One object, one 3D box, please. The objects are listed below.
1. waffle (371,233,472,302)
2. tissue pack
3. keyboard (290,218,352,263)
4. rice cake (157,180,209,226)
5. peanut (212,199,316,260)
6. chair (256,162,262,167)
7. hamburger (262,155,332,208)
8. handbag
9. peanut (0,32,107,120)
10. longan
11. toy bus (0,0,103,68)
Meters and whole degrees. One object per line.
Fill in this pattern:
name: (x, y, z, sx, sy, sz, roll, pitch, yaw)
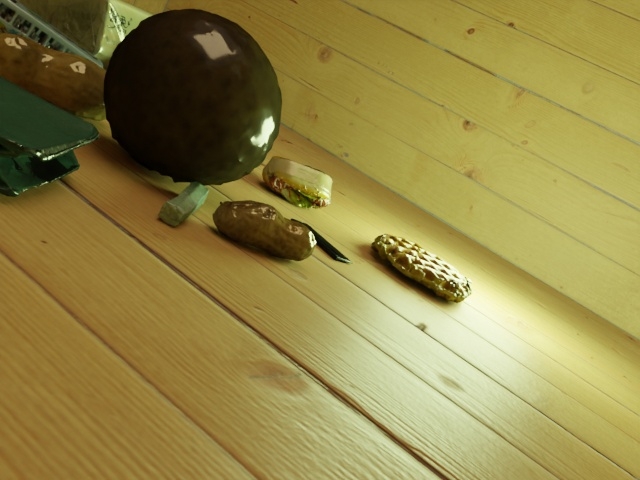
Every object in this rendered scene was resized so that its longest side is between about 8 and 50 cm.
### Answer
waffle: (0.278, 0.070, 1.752, 0.302, 0.068, 0.325, 31, 14, 9)
tissue pack: (-0.646, -0.600, 1.912, 0.332, 0.205, 0.405, 13, 8, 19)
keyboard: (0.000, 0.000, 1.553, 0.064, 0.010, 0.198, 18, 16, -45)
rice cake: (-0.253, -0.073, 1.223, 0.045, 0.042, 0.245, 30, 12, -7)
peanut: (-0.103, -0.017, 1.241, 0.214, 0.099, 0.099, 30, 11, -24)
chair: (-0.270, -0.276, 1.893, 0.222, 0.104, 0.095, 23, 39, -4)
hamburger: (-0.065, -0.164, 1.846, 0.210, 0.116, 0.173, 20, 7, -19)
handbag: (-0.500, -0.168, 0.954, 0.274, 0.100, 0.268, 27, 16, -6)
peanut: (-0.582, -0.360, 1.420, 0.319, 0.147, 0.147, 20, 15, -45)
longan: (-0.274, -0.297, 1.380, 0.391, 0.391, 0.391, 27, 13, -7)
toy bus: (-0.677, -0.454, 1.504, 0.330, 0.136, 0.109, 34, 13, -32)
